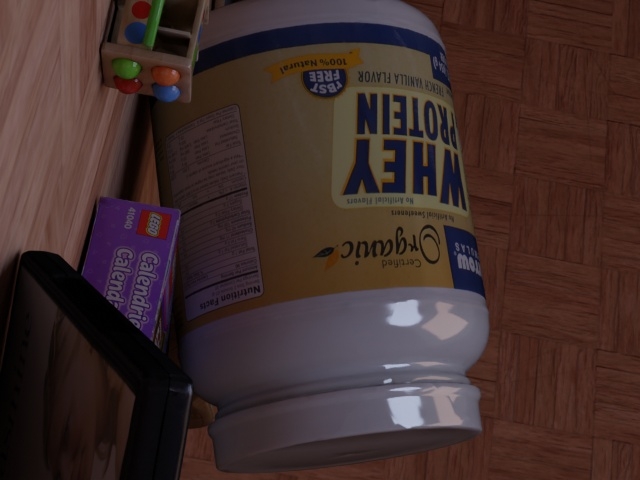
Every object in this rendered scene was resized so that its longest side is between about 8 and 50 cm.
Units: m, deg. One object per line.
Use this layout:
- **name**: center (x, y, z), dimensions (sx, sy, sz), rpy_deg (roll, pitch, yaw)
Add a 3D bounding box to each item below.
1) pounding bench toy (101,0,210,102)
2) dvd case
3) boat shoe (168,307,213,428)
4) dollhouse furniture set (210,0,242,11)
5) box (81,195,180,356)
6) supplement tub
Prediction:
- **pounding bench toy**: center (-0.094, -0.121, 0.885), dimensions (0.083, 0.052, 0.065), rpy_deg (105, -4, -71)
- **dvd case**: center (-0.106, 0.111, 0.623), dimensions (0.253, 0.022, 0.180), rpy_deg (-155, -106, -69)
- **boat shoe**: center (-0.128, 0.089, 1.328), dimensions (0.285, 0.103, 0.092), rpy_deg (97, -9, -69)
- **dollhouse furniture set**: center (-0.041, -0.290, 1.507), dimensions (0.129, 0.129, 0.184), rpy_deg (104, -4, -60)
- **box**: center (-0.144, 0.133, 1.054), dimensions (0.293, 0.057, 0.201), rpy_deg (103, -4, -58)
- **supplement tub**: center (0.000, 0.000, 1.144), dimensions (0.228, 0.228, 0.316), rpy_deg (107, -24, -75)
